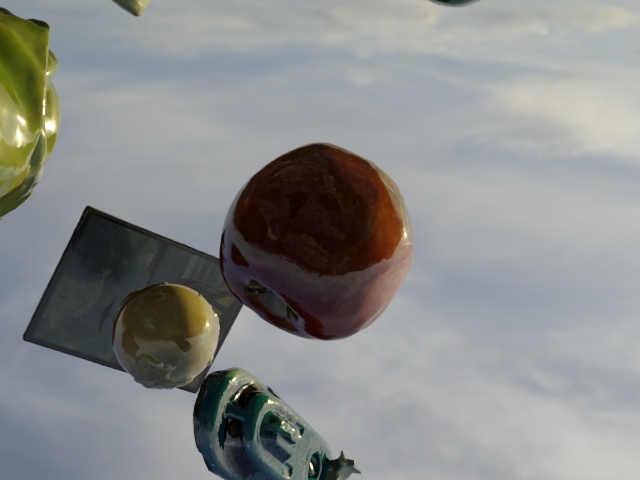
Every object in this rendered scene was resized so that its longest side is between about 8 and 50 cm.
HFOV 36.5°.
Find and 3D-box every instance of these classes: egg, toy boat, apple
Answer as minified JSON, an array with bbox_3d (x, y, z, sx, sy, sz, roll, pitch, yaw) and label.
[{"bbox_3d":[-0.238,0.146,1.475,0.164,0.164,0.201,-13,172,-28],"label":"egg"},{"bbox_3d":[-0.044,0.256,1.202,0.092,0.299,0.134,-3,-122,28],"label":"toy boat"},{"bbox_3d":[0.000,0.000,1.141,0.230,0.229,0.230,-1,-159,0],"label":"apple"}]

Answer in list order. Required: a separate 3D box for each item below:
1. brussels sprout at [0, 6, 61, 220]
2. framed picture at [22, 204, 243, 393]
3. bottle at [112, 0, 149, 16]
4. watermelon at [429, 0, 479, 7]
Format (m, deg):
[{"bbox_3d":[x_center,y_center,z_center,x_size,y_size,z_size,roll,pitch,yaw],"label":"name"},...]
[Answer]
[{"bbox_3d":[-0.467,-0.135,0.878,0.426,0.342,0.361,27,-158,-9],"label":"brussels sprout"},{"bbox_3d":[-0.311,0.115,1.712,0.347,0.264,0.016,25,-171,-28],"label":"framed picture"},{"bbox_3d":[-0.175,-0.277,0.967,0.063,0.101,0.047,34,-178,-10],"label":"bottle"},{"bbox_3d":[0.124,-0.263,0.879,0.109,0.108,0.109,-1,-159,0],"label":"watermelon"}]
